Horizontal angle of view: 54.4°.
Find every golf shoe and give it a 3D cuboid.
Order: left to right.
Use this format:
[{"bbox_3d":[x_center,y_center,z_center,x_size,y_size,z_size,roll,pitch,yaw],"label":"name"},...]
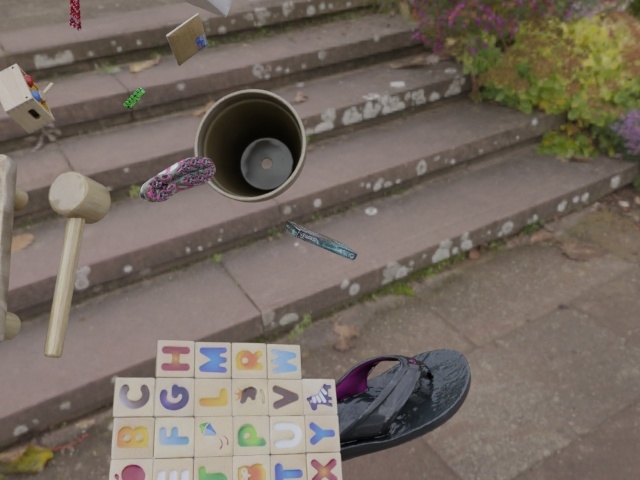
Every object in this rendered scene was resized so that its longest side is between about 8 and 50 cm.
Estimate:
[{"bbox_3d":[-0.327,-0.143,1.414,0.186,0.067,0.086,-29,18,-34],"label":"golf shoe"}]

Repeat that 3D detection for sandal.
[{"bbox_3d":[0.074,0.297,1.118,0.446,0.107,0.167,-21,32,-11],"label":"sandal"}]

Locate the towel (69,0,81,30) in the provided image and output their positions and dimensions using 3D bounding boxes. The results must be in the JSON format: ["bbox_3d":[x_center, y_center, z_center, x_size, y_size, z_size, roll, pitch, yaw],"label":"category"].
[{"bbox_3d":[-0.612,-0.685,1.514,0.031,0.275,0.199,-6,52,-20],"label":"towel"}]

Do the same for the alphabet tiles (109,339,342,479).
[{"bbox_3d":[-0.132,0.291,0.925,0.343,0.011,0.285,5,65,-19],"label":"alphabet tiles"}]

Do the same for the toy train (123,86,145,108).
[{"bbox_3d":[-0.514,-0.392,1.719,0.083,0.024,0.017,-35,26,32],"label":"toy train"}]

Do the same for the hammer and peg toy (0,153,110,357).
[{"bbox_3d":[-0.460,0.022,0.783,0.361,0.127,0.266,-10,69,11],"label":"hammer and peg toy"}]

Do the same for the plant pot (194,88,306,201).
[{"bbox_3d":[-0.187,-0.257,1.884,0.323,0.323,0.280,-2,-6,5],"label":"plant pot"}]

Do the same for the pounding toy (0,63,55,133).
[{"bbox_3d":[-0.704,-0.349,1.511,0.100,0.141,0.130,-30,72,-5],"label":"pounding toy"}]

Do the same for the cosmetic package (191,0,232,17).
[{"bbox_3d":[-0.359,-0.796,1.757,0.155,0.197,0.365,23,6,10],"label":"cosmetic package"}]

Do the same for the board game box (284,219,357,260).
[{"bbox_3d":[0.000,0.000,1.721,0.186,0.026,0.126,23,6,-22],"label":"board game box"}]

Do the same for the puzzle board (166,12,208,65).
[{"bbox_3d":[-0.330,-0.498,1.544,0.096,0.128,0.011,-41,78,-11],"label":"puzzle board"}]
